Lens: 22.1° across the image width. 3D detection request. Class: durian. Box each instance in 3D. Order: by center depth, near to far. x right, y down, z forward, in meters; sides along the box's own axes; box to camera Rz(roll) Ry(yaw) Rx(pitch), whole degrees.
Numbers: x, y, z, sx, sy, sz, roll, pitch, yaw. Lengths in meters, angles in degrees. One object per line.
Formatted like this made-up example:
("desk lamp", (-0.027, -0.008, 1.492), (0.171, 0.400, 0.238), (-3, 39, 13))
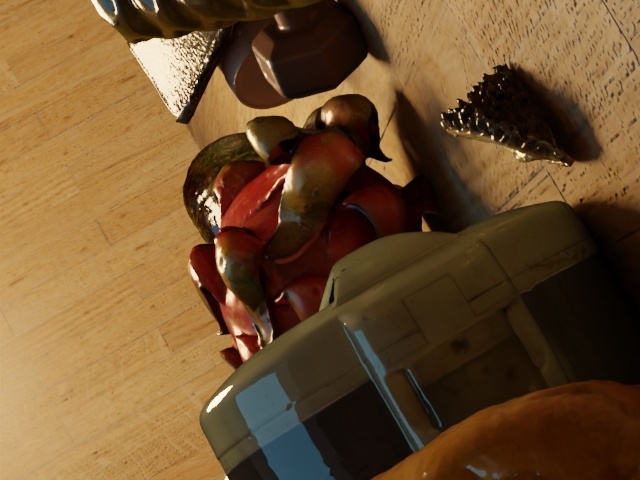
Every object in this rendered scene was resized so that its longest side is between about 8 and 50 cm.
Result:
("durian", (0.107, -0.064, 0.975), (0.066, 0.052, 0.130), (60, 173, -15))

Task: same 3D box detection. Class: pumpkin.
("pumpkin", (-0.084, -0.026, 2.094), (0.238, 0.159, 0.238), (54, 171, 13))

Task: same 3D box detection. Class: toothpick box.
("toothpick box", (-0.069, -0.204, 1.498), (0.149, 0.098, 0.098), (55, 172, 33))

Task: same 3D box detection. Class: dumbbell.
("dumbbell", (-0.040, -0.221, 1.279), (0.092, 0.082, 0.231), (48, 166, 56))

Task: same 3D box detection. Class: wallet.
("wallet", (-0.103, -0.224, 1.434), (0.122, 0.031, 0.232), (56, 136, 29))

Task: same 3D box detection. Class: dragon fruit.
("dragon fruit", (0.009, 0.016, 1.393), (0.243, 0.227, 0.307), (58, 160, 2))

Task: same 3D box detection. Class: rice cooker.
("rice cooker", (0.087, 0.128, 0.992), (0.277, 0.288, 0.288), (60, 173, 6))

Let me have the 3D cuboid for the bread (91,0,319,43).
("bread", (-0.067, -0.204, 1.158), (0.269, 0.087, 0.098), (-4, 78, 49))

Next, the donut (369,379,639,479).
("donut", (0.138, 0.205, 0.756), (0.150, 0.317, 0.299), (-21, -61, -67))

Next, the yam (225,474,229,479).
("yam", (0.086, 0.248, 1.315), (0.348, 0.241, 0.241), (6, 129, 53))
